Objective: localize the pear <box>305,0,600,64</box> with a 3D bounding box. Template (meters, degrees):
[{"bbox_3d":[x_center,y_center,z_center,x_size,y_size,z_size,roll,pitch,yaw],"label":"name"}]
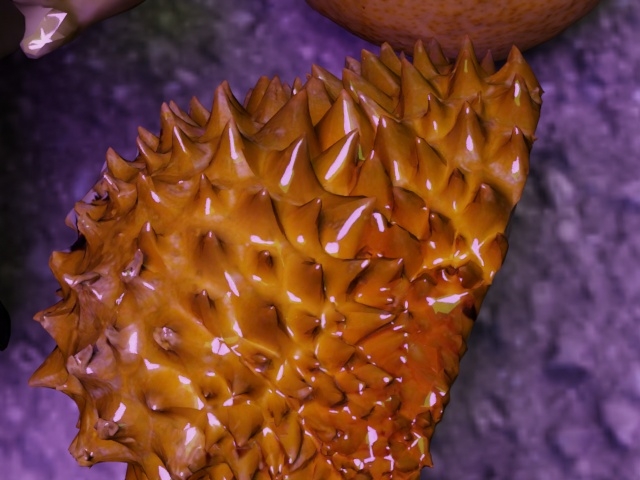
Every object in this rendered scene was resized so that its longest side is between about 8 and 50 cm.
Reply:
[{"bbox_3d":[0.056,-0.155,0.535,0.178,0.178,0.178,0,76,1],"label":"pear"}]

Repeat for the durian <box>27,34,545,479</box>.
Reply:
[{"bbox_3d":[-0.012,0.001,0.456,0.138,0.250,0.183,20,101,4],"label":"durian"}]

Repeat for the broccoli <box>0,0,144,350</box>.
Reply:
[{"bbox_3d":[-0.212,-0.100,0.488,0.348,0.293,0.281,46,37,22],"label":"broccoli"}]
